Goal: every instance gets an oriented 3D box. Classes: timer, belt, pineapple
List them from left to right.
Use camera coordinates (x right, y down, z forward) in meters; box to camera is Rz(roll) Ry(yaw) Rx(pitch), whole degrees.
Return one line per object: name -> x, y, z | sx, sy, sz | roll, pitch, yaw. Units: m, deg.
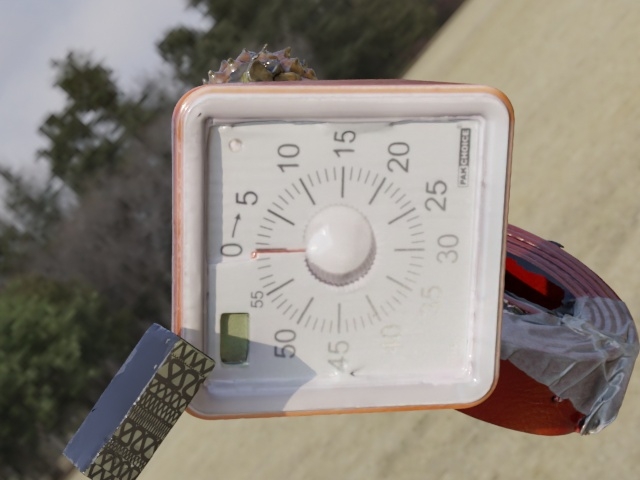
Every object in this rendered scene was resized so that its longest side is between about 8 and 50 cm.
pineapple -> -0.052, -0.108, 1.404 | 0.166, 0.166, 0.193 | -48, -23, -22
timer -> 0.000, 0.000, 1.144 | 0.250, 0.257, 0.161 | -6, 17, -25
belt -> 0.190, 0.082, 1.568 | 0.227, 0.324, 0.115 | -34, -35, -48

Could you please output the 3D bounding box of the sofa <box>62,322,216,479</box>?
sofa -> -0.129, 0.120, 1.044 | 0.118, 0.039, 0.060 | -55, 26, -8
